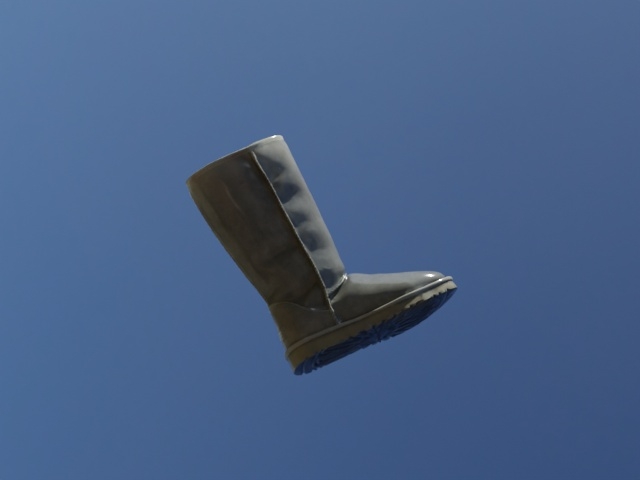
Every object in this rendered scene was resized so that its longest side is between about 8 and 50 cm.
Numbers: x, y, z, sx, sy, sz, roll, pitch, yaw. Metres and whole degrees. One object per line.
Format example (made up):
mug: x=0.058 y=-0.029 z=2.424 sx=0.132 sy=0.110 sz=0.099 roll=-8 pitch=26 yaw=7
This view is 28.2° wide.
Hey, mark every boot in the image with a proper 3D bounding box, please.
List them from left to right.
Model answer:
boot: x=0.001 y=-0.001 z=1.159 sx=0.208 sy=0.189 sz=0.076 roll=62 pitch=-24 yaw=21
